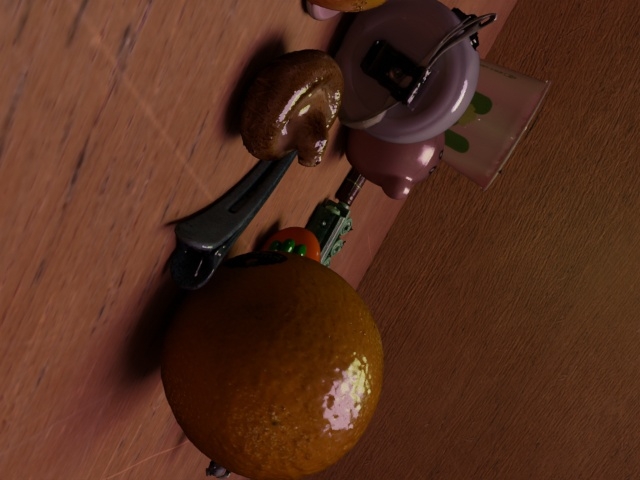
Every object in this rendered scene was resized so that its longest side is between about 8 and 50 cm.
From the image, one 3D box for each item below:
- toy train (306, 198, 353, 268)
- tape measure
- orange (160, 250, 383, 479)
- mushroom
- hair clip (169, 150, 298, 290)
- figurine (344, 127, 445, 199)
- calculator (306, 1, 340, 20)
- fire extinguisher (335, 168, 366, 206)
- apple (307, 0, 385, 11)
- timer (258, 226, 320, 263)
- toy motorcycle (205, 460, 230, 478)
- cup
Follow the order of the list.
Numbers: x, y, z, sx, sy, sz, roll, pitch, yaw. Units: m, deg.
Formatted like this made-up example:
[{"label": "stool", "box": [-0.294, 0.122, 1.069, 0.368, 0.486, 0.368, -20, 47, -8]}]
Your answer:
[{"label": "toy train", "box": [0.000, 0.000, 1.139, 0.170, 0.071, 0.111, -62, 163, 8]}, {"label": "tape measure", "box": [0.103, -0.212, 0.709, 0.196, 0.178, 0.105, -64, 168, 21]}, {"label": "orange", "box": [-0.056, 0.143, 0.707, 0.274, 0.274, 0.274, -57, 170, -16]}, {"label": "mushroom", "box": [-0.028, -0.131, 0.582, 0.126, 0.085, 0.109, -27, 119, -46]}, {"label": "hair clip", "box": [-0.080, -0.061, 0.667, 0.275, 0.048, 0.083, -58, 170, -42]}, {"label": "figurine", "box": [0.129, -0.170, 0.990, 0.173, 0.173, 0.173, -57, 170, -16]}, {"label": "calculator", "box": [0.035, -0.288, 0.600, 0.166, 0.024, 0.103, -53, 168, -28]}, {"label": "fire extinguisher", "box": [0.079, -0.135, 1.226, 0.132, 0.039, 0.056, -58, 179, -9]}, {"label": "apple", "box": [0.026, -0.234, 0.416, 0.146, 0.146, 0.146, -57, 170, -16]}, {"label": "timer", "box": [-0.054, 0.035, 0.899, 0.136, 0.099, 0.136, 17, 90, -77]}, {"label": "toy motorcycle", "box": [-0.136, 0.344, 1.074, 0.134, 0.207, 0.401, -14, 145, -35]}, {"label": "cup", "box": [0.293, -0.272, 1.216, 0.253, 0.274, 0.253, -57, 171, -13]}]
